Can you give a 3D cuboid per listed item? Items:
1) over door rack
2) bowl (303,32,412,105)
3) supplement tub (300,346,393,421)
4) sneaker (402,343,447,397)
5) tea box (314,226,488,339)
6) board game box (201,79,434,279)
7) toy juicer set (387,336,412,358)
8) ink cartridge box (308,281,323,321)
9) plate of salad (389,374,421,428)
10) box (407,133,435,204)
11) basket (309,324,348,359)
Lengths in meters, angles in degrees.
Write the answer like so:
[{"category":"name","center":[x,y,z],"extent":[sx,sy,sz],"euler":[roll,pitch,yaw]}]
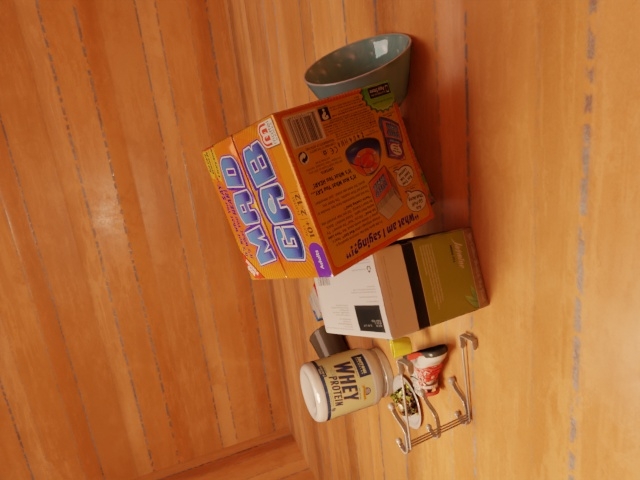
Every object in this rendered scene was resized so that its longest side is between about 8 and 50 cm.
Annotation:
[{"category":"over door rack","center":[0.317,0.423,1.436],"extent":[0.108,0.240,0.324],"euler":[37,136,55]},{"category":"bowl","center":[0.122,-0.440,1.424],"extent":[0.311,0.312,0.163],"euler":[49,165,55]},{"category":"supplement tub","center":[0.103,0.563,2.007],"extent":[0.235,0.325,0.235],"euler":[168,90,-72]},{"category":"sneaker","center":[0.346,0.411,1.576],"extent":[0.270,0.090,0.145],"euler":[122,132,-69]},{"category":"tea box","center":[0.204,0.113,1.364],"extent":[0.329,0.324,0.220],"euler":[-13,89,61]},{"category":"board game box","center":[-0.009,-0.137,1.249],"extent":[0.356,0.357,0.356],"euler":[-8,106,53]},{"category":"toy juicer set","center":[0.225,0.239,1.710],"extent":[0.329,0.090,0.209],"euler":[-104,6,-76]},{"category":"ink cartridge box","center":[0.012,0.289,2.488],"extent":[0.231,0.078,0.134],"euler":[108,144,-57]},{"category":"plate of salad","center":[0.309,0.598,1.865],"extent":[0.200,0.048,0.199],"euler":[168,90,-72]},{"category":"box","center":[0.174,-0.175,1.565],"extent":[0.279,0.177,0.290],"euler":[123,132,-64]},{"category":"basket","center":[0.062,0.538,2.403],"extent":[0.204,0.154,0.227],"euler":[103,146,-54]}]
